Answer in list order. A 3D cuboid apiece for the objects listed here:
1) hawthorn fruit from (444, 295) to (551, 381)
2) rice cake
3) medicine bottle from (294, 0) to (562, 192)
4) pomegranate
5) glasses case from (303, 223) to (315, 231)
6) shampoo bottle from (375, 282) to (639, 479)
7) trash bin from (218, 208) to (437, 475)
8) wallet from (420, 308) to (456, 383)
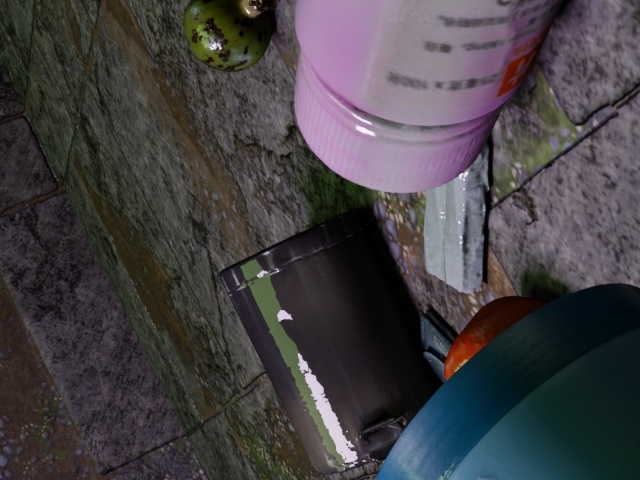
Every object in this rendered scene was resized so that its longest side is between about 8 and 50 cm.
[{"bbox_3d":[0.200,0.129,1.229,0.133,0.138,0.133,46,149,39],"label":"hawthorn fruit"},{"bbox_3d":[0.148,-0.035,1.303,0.085,0.040,0.226,45,151,41],"label":"rice cake"},{"bbox_3d":[0.093,-0.219,0.983,0.219,0.219,0.388,56,157,23],"label":"medicine bottle"},{"bbox_3d":[-0.110,-0.292,1.553,0.161,0.122,0.122,-39,75,40],"label":"pomegranate"},{"bbox_3d":[0.000,0.000,1.717,0.083,0.021,0.032,32,140,55],"label":"glasses case"},{"bbox_3d":[0.268,0.266,0.955,0.343,0.331,0.331,47,153,35],"label":"shampoo bottle"},{"bbox_3d":[0.019,0.134,1.578,0.252,0.203,0.302,173,71,-87],"label":"trash bin"},{"bbox_3d":[0.164,0.156,1.493,0.129,0.026,0.088,48,152,39],"label":"wallet"}]
